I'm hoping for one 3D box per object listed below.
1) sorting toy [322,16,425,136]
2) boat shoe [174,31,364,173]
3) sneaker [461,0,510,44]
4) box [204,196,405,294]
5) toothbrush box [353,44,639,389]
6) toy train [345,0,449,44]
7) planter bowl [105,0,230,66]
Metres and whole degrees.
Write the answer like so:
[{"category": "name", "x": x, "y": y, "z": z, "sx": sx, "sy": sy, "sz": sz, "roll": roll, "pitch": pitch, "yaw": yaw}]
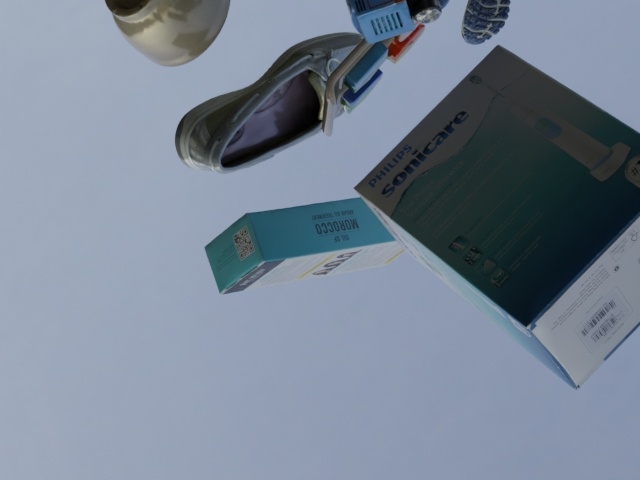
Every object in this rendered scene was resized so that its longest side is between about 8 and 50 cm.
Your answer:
[{"category": "sorting toy", "x": 0.071, "y": -0.218, "z": 2.056, "sx": 0.208, "sy": 0.038, "sz": 0.193, "roll": -53, "pitch": 175, "yaw": -8}, {"category": "boat shoe", "x": -0.039, "y": -0.176, "z": 2.370, "sx": 0.320, "sy": 0.118, "sz": 0.103, "roll": -28, "pitch": -148, "yaw": -27}, {"category": "sneaker", "x": 0.202, "y": -0.298, "z": 2.157, "sx": 0.135, "sy": 0.052, "sz": 0.058, "roll": -68, "pitch": -165, "yaw": 0}, {"category": "box", "x": 0.000, "y": 0.000, "z": 2.013, "sx": 0.100, "sy": 0.244, "sz": 0.060, "roll": -36, "pitch": -111, "yaw": 49}, {"category": "toothbrush box", "x": 0.209, "y": -0.030, "z": 1.756, "sx": 0.216, "sy": 0.126, "sz": 0.295, "roll": -46, "pitch": -135, "yaw": -5}, {"category": "toy train", "x": 0.064, "y": -0.290, "z": 1.798, "sx": 0.105, "sy": 0.080, "sz": 0.184, "roll": -17, "pitch": -112, "yaw": 4}, {"category": "planter bowl", "x": -0.212, "y": -0.320, "z": 2.339, "sx": 0.162, "sy": 0.109, "sz": 0.162, "roll": -11, "pitch": -110, "yaw": 32}]
